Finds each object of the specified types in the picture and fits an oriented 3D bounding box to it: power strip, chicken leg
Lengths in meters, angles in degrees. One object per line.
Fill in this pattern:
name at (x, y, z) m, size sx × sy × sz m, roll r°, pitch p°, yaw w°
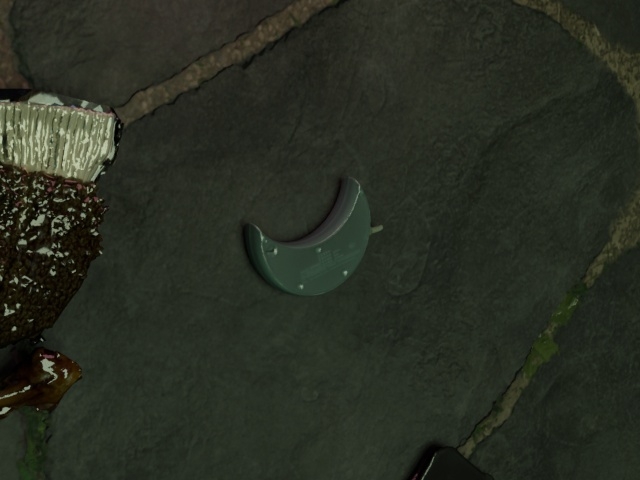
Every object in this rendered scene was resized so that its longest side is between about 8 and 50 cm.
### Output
power strip at (0.000, 0.000, 1.784) m, size 0.216 × 0.044 × 0.137 m, roll -24°, pitch 112°, yaw -30°
chicken leg at (-0.411, 0.198, 1.481) m, size 0.304 × 0.093 × 0.113 m, roll -21°, pitch 121°, yaw -28°

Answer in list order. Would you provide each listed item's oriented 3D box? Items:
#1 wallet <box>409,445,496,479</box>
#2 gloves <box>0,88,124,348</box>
wallet at (0.140, 0.492, 1.966) m, size 0.197 × 0.051 × 0.377 m, roll 45°, pitch 70°, yaw -33°
gloves at (-0.341, -0.015, 1.476) m, size 0.210 × 0.135 × 0.312 m, roll 4°, pitch 98°, yaw -46°
